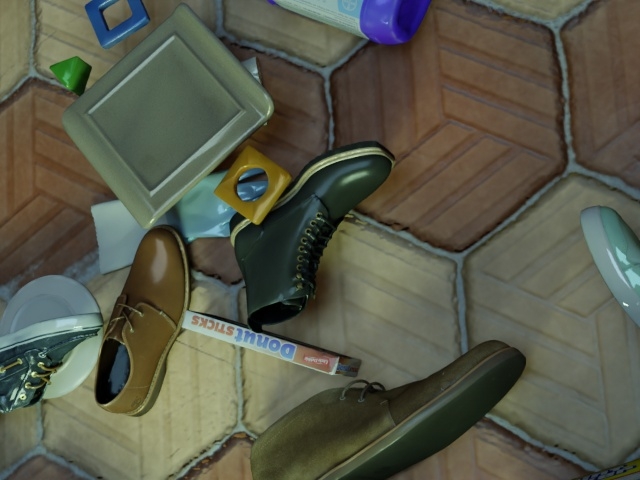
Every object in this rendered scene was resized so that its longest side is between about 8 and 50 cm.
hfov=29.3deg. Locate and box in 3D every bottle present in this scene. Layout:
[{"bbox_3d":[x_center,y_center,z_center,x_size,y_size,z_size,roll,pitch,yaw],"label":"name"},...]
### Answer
[{"bbox_3d":[-0.016,-0.301,1.301,0.283,0.092,0.118,26,92,24],"label":"bottle"}]

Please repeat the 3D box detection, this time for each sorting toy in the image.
[{"bbox_3d":[-0.161,-0.131,1.320,0.196,0.047,0.347,-43,65,5],"label":"sorting toy"}]

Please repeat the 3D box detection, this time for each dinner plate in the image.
[{"bbox_3d":[-0.311,0.108,1.389,0.141,0.017,0.141,-5,78,23],"label":"dinner plate"}]

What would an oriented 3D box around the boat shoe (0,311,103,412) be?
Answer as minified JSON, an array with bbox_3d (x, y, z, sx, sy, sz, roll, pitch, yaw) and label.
[{"bbox_3d":[-0.309,0.137,1.344,0.183,0.065,0.083,-18,82,22],"label":"boat shoe"}]

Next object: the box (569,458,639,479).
[{"bbox_3d":[0.290,0.326,0.984,0.290,0.177,0.279,-21,87,17],"label":"box"}]

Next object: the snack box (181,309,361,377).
[{"bbox_3d":[-0.051,0.106,1.256,0.178,0.064,0.022,15,87,24],"label":"snack box"}]

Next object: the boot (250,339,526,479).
[{"bbox_3d":[0.055,0.170,1.185,0.305,0.112,0.115,-36,58,15],"label":"boot"}]

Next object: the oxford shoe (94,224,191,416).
[{"bbox_3d":[-0.193,0.084,1.312,0.076,0.076,0.212,9,84,25],"label":"oxford shoe"}]

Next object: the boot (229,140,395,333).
[{"bbox_3d":[0.000,0.000,1.228,0.198,0.077,0.137,-34,45,26],"label":"boot"}]

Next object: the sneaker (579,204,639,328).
[{"bbox_3d":[0.353,0.042,1.085,0.151,0.094,0.256,-40,78,17],"label":"sneaker"}]

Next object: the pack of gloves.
[{"bbox_3d":[-0.165,-0.085,1.349,0.232,0.046,0.195,-15,74,19],"label":"pack of gloves"}]
